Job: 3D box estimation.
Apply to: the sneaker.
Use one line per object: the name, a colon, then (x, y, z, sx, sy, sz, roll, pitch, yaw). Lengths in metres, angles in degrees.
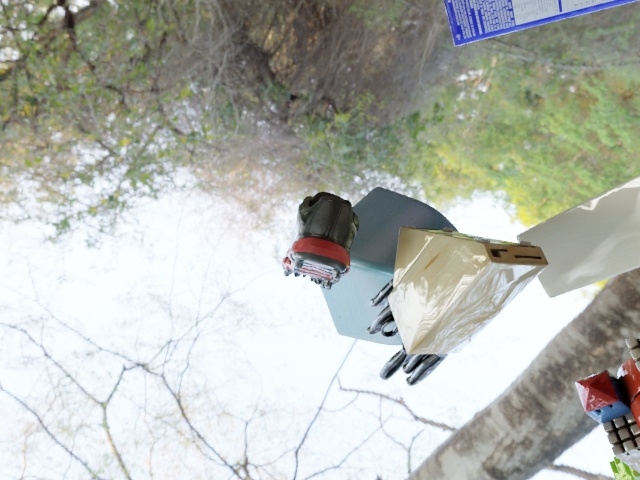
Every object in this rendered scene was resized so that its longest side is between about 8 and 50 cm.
sneaker: (0.001, 0.000, 0.980, 0.097, 0.135, 0.276, 16, 169, -4)

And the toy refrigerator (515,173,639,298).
toy refrigerator: (0.395, -0.023, 0.805, 0.094, 0.269, 0.102, -22, -99, -37)

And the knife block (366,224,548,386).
knife block: (0.162, 0.106, 0.847, 0.088, 0.242, 0.275, 2, -174, -24)

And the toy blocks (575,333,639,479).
toy blocks: (0.506, 0.193, 0.828, 0.261, 0.381, 0.191, 35, -145, -34)

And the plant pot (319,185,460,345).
plant pot: (0.170, 0.066, 1.293, 0.252, 0.248, 0.247, 14, -135, 44)

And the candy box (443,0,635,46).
candy box: (0.373, -0.487, 1.076, 0.317, 0.122, 0.268, -9, -134, 20)
